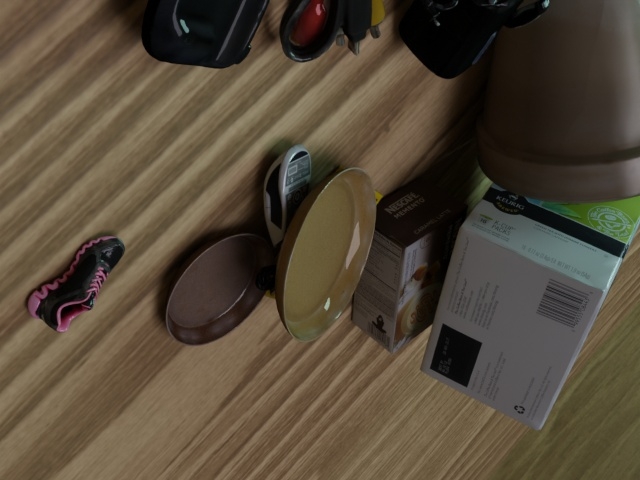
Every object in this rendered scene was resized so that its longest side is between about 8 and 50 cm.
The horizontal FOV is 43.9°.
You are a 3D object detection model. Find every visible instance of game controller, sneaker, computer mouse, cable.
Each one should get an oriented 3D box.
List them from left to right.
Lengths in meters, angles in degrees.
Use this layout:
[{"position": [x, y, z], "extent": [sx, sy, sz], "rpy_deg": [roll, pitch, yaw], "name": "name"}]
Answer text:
[{"position": [-0.244, 0.048, 0.828], "extent": [0.119, 0.057, 0.047], "rpy_deg": [-46, 145, -11], "name": "sneaker"}, {"position": [-0.060, -0.300, 0.694], "extent": [0.166, 0.067, 0.319], "rpy_deg": [-11, 130, -62], "name": "game controller"}, {"position": [-0.046, -0.030, 0.993], "extent": [0.106, 0.042, 0.193], "rpy_deg": [-31, 131, -54], "name": "computer mouse"}, {"position": [0.012, -0.290, 0.794], "extent": [0.139, 0.072, 0.287], "rpy_deg": [-23, 145, -16], "name": "cable"}]

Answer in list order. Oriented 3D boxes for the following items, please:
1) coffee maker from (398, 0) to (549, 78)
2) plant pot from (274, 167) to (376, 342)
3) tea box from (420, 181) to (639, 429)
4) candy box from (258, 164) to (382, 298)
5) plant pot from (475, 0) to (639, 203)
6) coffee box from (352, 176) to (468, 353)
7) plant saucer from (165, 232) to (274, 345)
[{"position": [0.156, -0.275, 0.917], "extent": [0.171, 0.120, 0.178], "rpy_deg": [-17, 169, -15], "name": "coffee maker"}, {"position": [0.004, 0.016, 1.029], "extent": [0.236, 0.032, 0.236], "rpy_deg": [-46, 146, -44], "name": "plant pot"}, {"position": [0.344, 0.053, 1.263], "extent": [0.323, 0.220, 0.329], "rpy_deg": [-49, 156, -41], "name": "tea box"}, {"position": [0.000, 0.000, 1.112], "extent": [0.206, 0.027, 0.105], "rpy_deg": [-55, 144, 5], "name": "candy box"}, {"position": [0.369, -0.252, 1.114], "extent": [0.323, 0.323, 0.280], "rpy_deg": [-32, 125, -28], "name": "plant pot"}, {"position": [0.137, 0.042, 1.254], "extent": [0.141, 0.098, 0.246], "rpy_deg": [-32, 143, -30], "name": "coffee box"}, {"position": [-0.131, 0.057, 1.003], "extent": [0.168, 0.029, 0.168], "rpy_deg": [-32, 141, -30], "name": "plant saucer"}]
